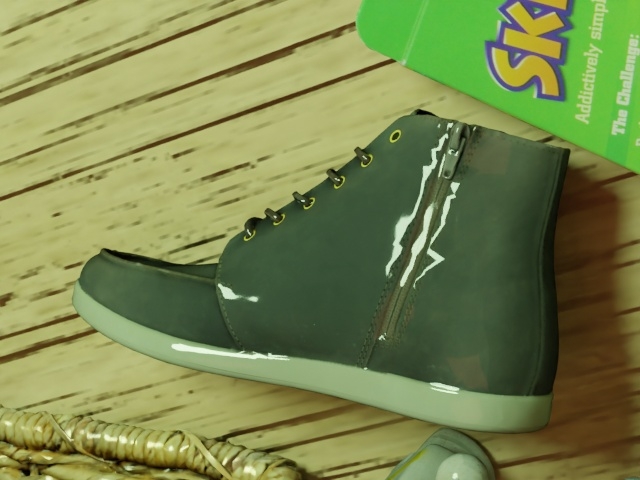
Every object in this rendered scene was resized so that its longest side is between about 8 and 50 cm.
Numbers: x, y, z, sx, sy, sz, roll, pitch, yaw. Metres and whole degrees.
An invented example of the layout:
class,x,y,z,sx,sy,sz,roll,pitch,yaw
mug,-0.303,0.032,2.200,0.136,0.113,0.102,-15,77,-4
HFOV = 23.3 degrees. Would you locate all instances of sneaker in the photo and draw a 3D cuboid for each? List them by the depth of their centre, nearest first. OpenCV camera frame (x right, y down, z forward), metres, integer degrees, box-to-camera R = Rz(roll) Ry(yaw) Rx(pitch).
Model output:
class,x,y,z,sx,sy,sz,roll,pitch,yaw
sneaker,0.000,0.000,0.643,0.222,0.083,0.118,10,93,27

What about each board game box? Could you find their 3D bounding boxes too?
class,x,y,z,sx,sy,sz,roll,pitch,yaw
board game box,0.147,-0.078,0.565,0.259,0.039,0.124,25,116,10

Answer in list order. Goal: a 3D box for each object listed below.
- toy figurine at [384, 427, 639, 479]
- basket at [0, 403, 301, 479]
class,x,y,z,sx,sy,sz,roll,pitch,yaw
toy figurine,0.091,0.190,0.621,0.213,0.148,0.209,5,110,22
basket,-0.174,0.214,0.704,0.299,0.213,0.223,8,112,20
